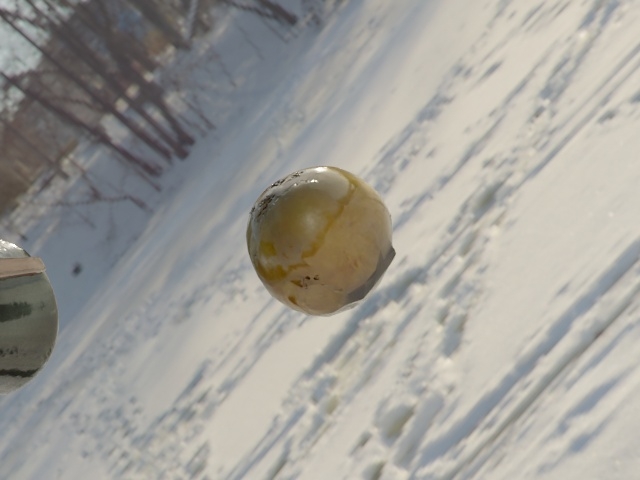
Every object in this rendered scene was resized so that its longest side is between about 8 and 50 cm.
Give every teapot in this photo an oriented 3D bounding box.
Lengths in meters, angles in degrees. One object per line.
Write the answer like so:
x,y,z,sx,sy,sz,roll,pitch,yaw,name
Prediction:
-0.549,0.115,1.668,0.300,0.253,0.344,-35,-7,15,teapot

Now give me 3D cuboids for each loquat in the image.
0.000,0.000,1.704,0.235,0.235,0.235,-47,9,10,loquat
